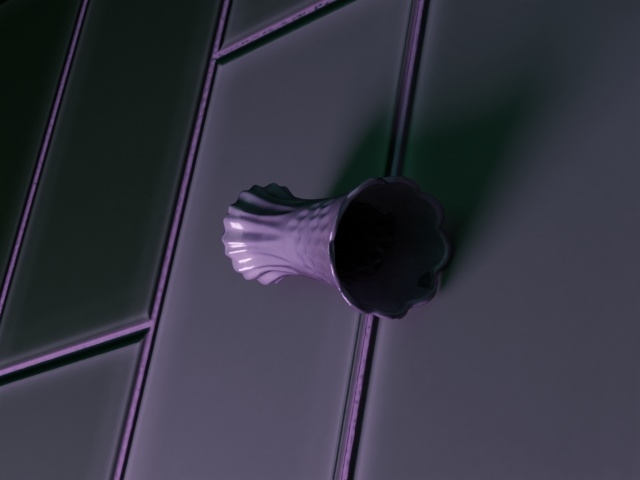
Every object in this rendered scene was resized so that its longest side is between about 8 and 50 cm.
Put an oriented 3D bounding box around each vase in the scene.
[{"bbox_3d":[0.000,0.000,0.943,0.149,0.081,0.081,5,69,57],"label":"vase"}]
